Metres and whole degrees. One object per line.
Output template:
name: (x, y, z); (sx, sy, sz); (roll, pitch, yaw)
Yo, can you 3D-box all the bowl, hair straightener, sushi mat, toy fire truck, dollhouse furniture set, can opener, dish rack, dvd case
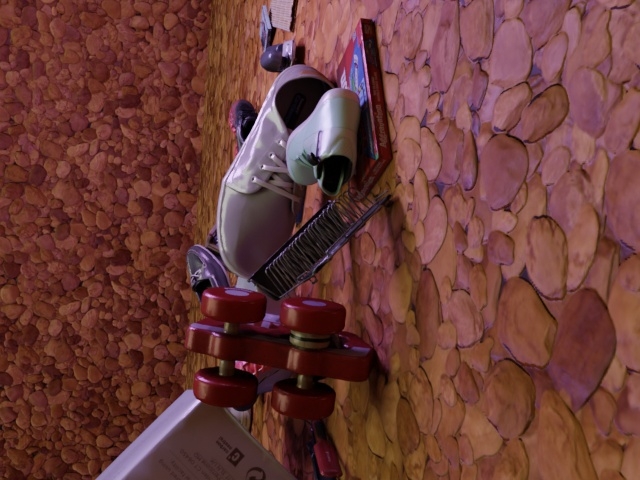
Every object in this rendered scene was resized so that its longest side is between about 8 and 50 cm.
bowl: (-0.102, 0.196, 1.528); (0.298, 0.134, 0.298); (-176, 90, -73)
hair straightener: (-0.008, 0.401, 1.316); (0.230, 0.047, 0.089); (-129, 45, -67)
sushi mat: (-0.102, -0.645, 1.899); (0.316, 0.019, 0.151); (-126, 41, -65)
toy fire truck: (-0.061, 0.163, 1.156); (0.254, 0.302, 0.169); (-26, -58, -78)
dollhouse furniture set: (-0.262, -0.013, 2.205); (0.184, 0.129, 0.129); (-61, -3, -40)
can opener: (-0.118, -0.462, 1.780); (0.283, 0.095, 0.076); (-142, 58, -70)
dish rack: (0.000, 0.000, 1.138); (0.208, 0.074, 0.271); (-46, 4, -21)
dvd case: (-0.159, -0.605, 2.051); (0.119, 0.013, 0.087); (112, 148, -63)

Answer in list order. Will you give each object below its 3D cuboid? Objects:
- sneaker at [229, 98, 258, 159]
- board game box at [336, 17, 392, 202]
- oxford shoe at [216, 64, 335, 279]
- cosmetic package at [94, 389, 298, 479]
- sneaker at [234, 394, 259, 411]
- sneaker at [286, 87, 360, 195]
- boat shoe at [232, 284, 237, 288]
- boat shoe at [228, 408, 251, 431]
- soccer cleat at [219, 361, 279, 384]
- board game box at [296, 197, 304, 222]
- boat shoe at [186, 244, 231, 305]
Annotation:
sneaker: (-0.204, -0.330, 2.049); (0.135, 0.097, 0.276); (111, 154, -47)
board game box: (0.069, -0.222, 1.212); (0.145, 0.027, 0.281); (120, 149, -60)
oxford shoe: (-0.085, -0.140, 1.394); (0.130, 0.169, 0.449); (13, 82, 67)
cosmetic package: (-0.250, 0.521, 1.407); (0.327, 0.329, 0.393); (-45, 4, -20)
sneaker: (-0.212, 0.340, 1.961); (0.145, 0.090, 0.270); (131, 143, -66)
sneaker: (-0.006, -0.128, 1.215); (0.256, 0.094, 0.151); (125, 154, -59)
boat shoe: (-0.265, 0.197, 2.207); (0.183, 0.065, 0.083); (135, 134, -66)
boat shoe: (-0.261, 0.585, 2.072); (0.104, 0.089, 0.285); (-128, 44, -66)
soccer cleat: (-0.091, 0.216, 1.324); (0.083, 0.248, 0.095); (62, 165, -5)
board game box: (-0.063, -0.156, 1.637); (0.136, 0.035, 0.201); (-128, 44, -66)
boat shoe: (-0.321, 0.160, 2.106); (0.112, 0.095, 0.335); (-43, 74, 40)
